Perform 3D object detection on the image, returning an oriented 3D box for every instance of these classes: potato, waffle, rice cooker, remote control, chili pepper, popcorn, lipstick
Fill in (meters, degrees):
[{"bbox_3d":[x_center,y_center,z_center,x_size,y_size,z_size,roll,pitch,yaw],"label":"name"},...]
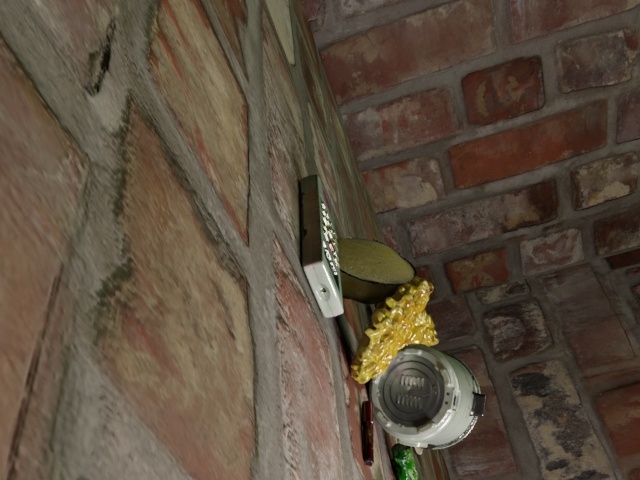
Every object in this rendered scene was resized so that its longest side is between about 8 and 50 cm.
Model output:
[{"bbox_3d":[0.103,0.088,1.605,0.182,0.202,0.117,-104,-154,-59],"label":"potato"},{"bbox_3d":[0.153,0.199,1.537,0.249,0.056,0.253,-38,150,-37],"label":"waffle"},{"bbox_3d":[0.253,0.377,1.709,0.227,0.280,0.241,33,62,-58],"label":"rice cooker"},{"bbox_3d":[0.001,0.000,1.480,0.344,0.050,0.145,-93,165,-54],"label":"remote control"},{"bbox_3d":[0.224,0.609,1.753,0.098,0.060,0.225,-93,167,-74],"label":"chili pepper"},{"bbox_3d":[0.253,0.271,2.178,0.250,0.190,0.250,61,5,-10],"label":"popcorn"},{"bbox_3d":[0.099,0.397,1.459,0.176,0.027,0.027,-86,158,-63],"label":"lipstick"}]

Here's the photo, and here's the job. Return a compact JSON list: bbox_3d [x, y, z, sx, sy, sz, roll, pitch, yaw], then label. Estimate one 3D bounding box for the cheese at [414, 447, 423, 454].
[{"bbox_3d":[0.281,0.518,2.382,0.085,0.034,0.401,56,20,-77],"label":"cheese"}]
